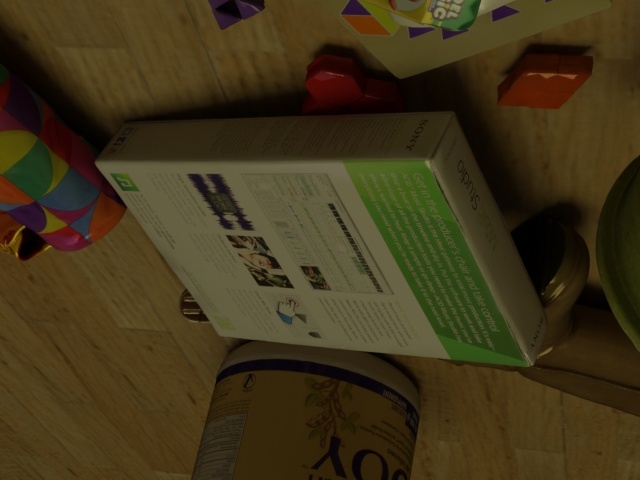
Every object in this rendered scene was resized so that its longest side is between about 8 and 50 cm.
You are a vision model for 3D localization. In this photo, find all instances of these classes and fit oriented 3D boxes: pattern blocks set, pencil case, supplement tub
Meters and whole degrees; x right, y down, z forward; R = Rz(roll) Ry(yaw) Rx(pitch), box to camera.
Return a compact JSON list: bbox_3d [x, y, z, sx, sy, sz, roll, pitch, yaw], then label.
[{"bbox_3d":[0.073,-0.171,0.765,0.324,0.026,0.285,-8,145,32],"label":"pattern blocks set"},{"bbox_3d":[-0.253,-0.085,0.968,0.104,0.104,0.236,-6,146,29],"label":"pencil case"},{"bbox_3d":[-0.029,0.298,1.315,0.241,0.331,0.241,9,151,5],"label":"supplement tub"}]

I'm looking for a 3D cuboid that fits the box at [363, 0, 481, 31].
[{"bbox_3d":[0.017,-0.190,0.648,0.179,0.043,0.105,27,128,18],"label":"box"}]

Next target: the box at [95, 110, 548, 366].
[{"bbox_3d":[0.000,0.000,0.972,0.322,0.058,0.232,4,139,36],"label":"box"}]

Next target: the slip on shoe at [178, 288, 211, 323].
[{"bbox_3d":[-0.076,0.068,1.232,0.135,0.052,0.041,3,-170,1],"label":"slip on shoe"}]

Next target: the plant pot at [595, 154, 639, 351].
[{"bbox_3d":[0.314,-0.062,0.668,0.276,0.276,0.254,8,139,7],"label":"plant pot"}]

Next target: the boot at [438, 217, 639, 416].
[{"bbox_3d":[0.269,0.081,1.087,0.269,0.089,0.236,17,154,-14],"label":"boot"}]

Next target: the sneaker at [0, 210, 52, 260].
[{"bbox_3d":[-0.297,-0.013,1.143,0.175,0.067,0.064,-7,147,34],"label":"sneaker"}]

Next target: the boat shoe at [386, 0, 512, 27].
[{"bbox_3d":[0.107,-0.172,0.666,0.184,0.066,0.063,-9,129,38],"label":"boat shoe"}]
